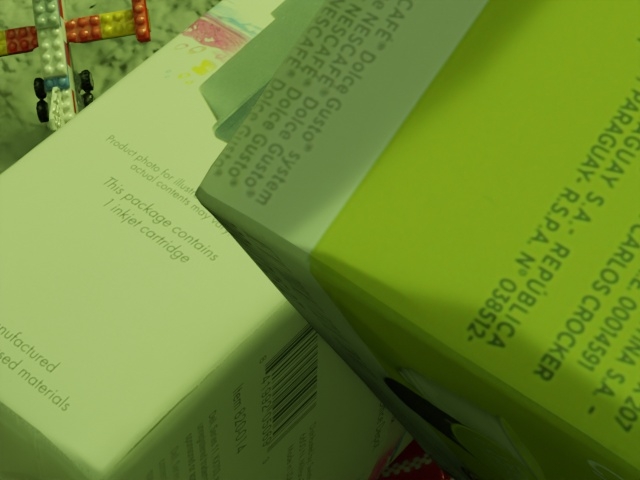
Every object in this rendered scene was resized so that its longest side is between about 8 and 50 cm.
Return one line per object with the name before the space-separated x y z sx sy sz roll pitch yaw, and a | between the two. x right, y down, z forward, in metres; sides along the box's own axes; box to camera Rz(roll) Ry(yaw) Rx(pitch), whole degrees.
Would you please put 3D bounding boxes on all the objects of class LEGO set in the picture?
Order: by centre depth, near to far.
LEGO set | -0.162 -0.177 0.931 0.244 0.060 0.182 34 87 8

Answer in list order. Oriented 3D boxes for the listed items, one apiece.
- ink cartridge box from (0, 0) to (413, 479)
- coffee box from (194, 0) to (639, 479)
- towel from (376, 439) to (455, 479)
ink cartridge box | 0.000 0.000 0.663 0.119 0.207 0.353 34 58 22
coffee box | 0.229 -0.012 0.519 0.334 0.337 0.338 32 82 25
towel | -0.034 0.098 0.738 0.198 0.031 0.275 -5 53 -4
